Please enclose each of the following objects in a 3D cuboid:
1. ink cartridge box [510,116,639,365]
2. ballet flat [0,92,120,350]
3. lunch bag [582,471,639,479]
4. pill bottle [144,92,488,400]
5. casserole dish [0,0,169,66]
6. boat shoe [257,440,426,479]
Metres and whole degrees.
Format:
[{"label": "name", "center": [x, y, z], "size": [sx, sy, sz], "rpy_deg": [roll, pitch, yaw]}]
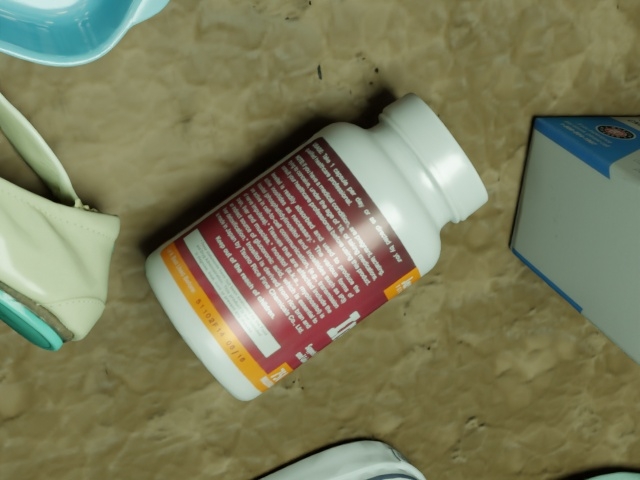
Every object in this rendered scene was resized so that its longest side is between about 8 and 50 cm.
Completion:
[{"label": "ink cartridge box", "center": [0.226, -0.006, 0.608], "size": [0.203, 0.148, 0.086], "rpy_deg": [-4, 115, -21]}, {"label": "ballet flat", "center": [-0.178, -0.047, 0.477], "size": [0.086, 0.086, 0.248], "rpy_deg": [-46, 124, 5]}, {"label": "lunch bag", "center": [0.172, 0.269, 0.684], "size": [0.262, 0.223, 0.160], "rpy_deg": [-20, 127, -13]}, {"label": "pill bottle", "center": [0.000, 0.000, 0.557], "size": [0.152, 0.086, 0.086], "rpy_deg": [-36, 123, -1]}, {"label": "casserole dish", "center": [-0.140, -0.143, 0.457], "size": [0.188, 0.037, 0.114], "rpy_deg": [20, 107, -28]}, {"label": "boat shoe", "center": [-0.068, 0.208, 0.632], "size": [0.302, 0.094, 0.109], "rpy_deg": [-28, 123, -7]}]
